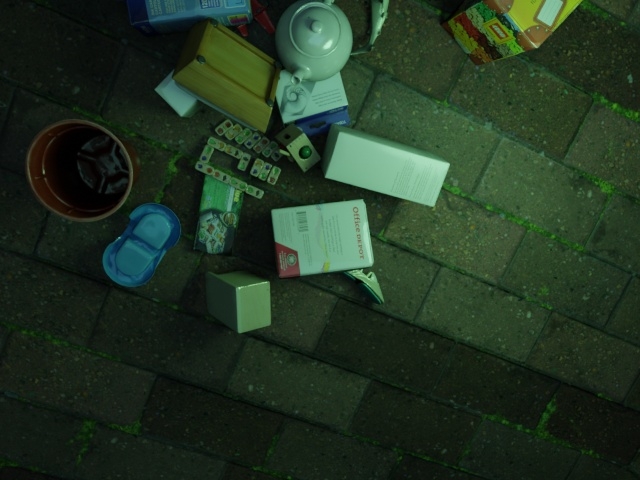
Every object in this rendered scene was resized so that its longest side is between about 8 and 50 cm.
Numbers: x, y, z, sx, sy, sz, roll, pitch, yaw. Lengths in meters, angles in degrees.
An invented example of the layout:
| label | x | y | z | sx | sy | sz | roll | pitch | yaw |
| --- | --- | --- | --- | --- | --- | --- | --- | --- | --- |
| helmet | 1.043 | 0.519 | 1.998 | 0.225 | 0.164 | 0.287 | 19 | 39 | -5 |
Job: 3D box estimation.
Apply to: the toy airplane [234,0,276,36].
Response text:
| label | x | y | z | sx | sy | sz | roll | pitch | yaw |
| --- | --- | --- | --- | --- | --- | --- | --- | --- | --- |
| toy airplane | -0.211 | -0.689 | 1.490 | 0.151 | 0.028 | 0.151 | -1 | 101 | -6 |

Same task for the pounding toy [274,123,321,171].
| label | x | y | z | sx | sy | sz | roll | pitch | yaw |
| --- | --- | --- | --- | --- | --- | --- | --- | --- | --- |
| pounding toy | -0.082 | -0.284 | 1.518 | 0.100 | 0.141 | 0.130 | -39 | 127 | -2 |

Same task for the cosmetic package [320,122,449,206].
| label | x | y | z | sx | sy | sz | roll | pitch | yaw |
| --- | --- | --- | --- | --- | --- | --- | --- | --- | --- |
| cosmetic package | 0.196 | -0.247 | 1.552 | 0.366 | 0.197 | 0.155 | 13 | 110 | -9 |

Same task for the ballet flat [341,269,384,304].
| label | x | y | z | sx | sy | sz | roll | pitch | yaw |
| --- | --- | --- | --- | --- | --- | --- | --- | --- | --- |
| ballet flat | 0.144 | 0.124 | 1.700 | 0.248 | 0.086 | 0.086 | 40 | 95 | -13 |

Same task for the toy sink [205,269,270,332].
| label | x | y | z | sx | sy | sz | roll | pitch | yaw |
| --- | --- | --- | --- | --- | --- | --- | --- | --- | --- |
| toy sink | -0.273 | 0.189 | 1.613 | 0.131 | 0.234 | 0.152 | -9 | 105 | -36 |

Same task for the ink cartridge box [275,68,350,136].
| label | x | y | z | sx | sy | sz | roll | pitch | yaw |
| --- | --- | --- | --- | --- | --- | --- | --- | --- | --- |
| ink cartridge box | -0.030 | -0.453 | 1.558 | 0.223 | 0.045 | 0.224 | -18 | 104 | -3 |

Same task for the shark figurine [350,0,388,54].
| label | x | y | z | sx | sy | sz | roll | pitch | yaw |
| --- | --- | --- | --- | --- | --- | --- | --- | --- | --- |
| shark figurine | 0.155 | -0.723 | 1.513 | 0.116 | 0.166 | 0.278 | 20 | 119 | 14 |

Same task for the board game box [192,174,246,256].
| label | x | y | z | sx | sy | sz | roll | pitch | yaw |
| --- | --- | --- | --- | --- | --- | --- | --- | --- | --- |
| board game box | -0.337 | -0.082 | 1.610 | 0.136 | 0.030 | 0.259 | 12 | 101 | -8 |

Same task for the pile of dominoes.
| label | x | y | z | sx | sy | sz | roll | pitch | yaw |
| --- | --- | --- | --- | --- | --- | --- | --- | --- | --- |
| pile of dominoes | -0.249 | -0.265 | 1.558 | 0.251 | 0.040 | 0.196 | 24 | 89 | -13 |

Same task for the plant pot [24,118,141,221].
| label | x | y | z | sx | sy | sz | roll | pitch | yaw |
| --- | --- | --- | --- | --- | --- | --- | --- | --- | --- |
| plant pot | -0.656 | -0.211 | 1.416 | 0.272 | 0.265 | 0.272 | -1 | 103 | -7 |

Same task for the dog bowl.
| label | x | y | z | sx | sy | sz | roll | pitch | yaw |
| --- | --- | --- | --- | --- | --- | --- | --- | --- | --- |
| dog bowl | -0.574 | 0.009 | 1.576 | 0.166 | 0.074 | 0.297 | 36 | 95 | -14 |

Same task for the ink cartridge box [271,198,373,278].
| label | x | y | z | sx | sy | sz | roll | pitch | yaw |
| --- | --- | --- | --- | --- | --- | --- | --- | --- | --- |
| ink cartridge box | 0.000 | 0.000 | 1.591 | 0.306 | 0.131 | 0.226 | -6 | 82 | -7 |

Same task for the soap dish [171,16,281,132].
| label | x | y | z | sx | sy | sz | roll | pitch | yaw |
| --- | --- | --- | --- | --- | --- | --- | --- | --- | --- |
| soap dish | -0.248 | -0.469 | 1.368 | 0.291 | 0.118 | 0.229 | 27 | 54 | -28 |

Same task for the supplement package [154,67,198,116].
| label | x | y | z | sx | sy | sz | roll | pitch | yaw |
| --- | --- | --- | --- | --- | --- | --- | --- | --- | --- |
| supplement package | -0.403 | -0.439 | 1.442 | 0.105 | 0.179 | 0.105 | -44 | 104 | 3 |

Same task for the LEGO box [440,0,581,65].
| label | x | y | z | sx | sy | sz | roll | pitch | yaw |
| --- | --- | --- | --- | --- | --- | --- | --- | --- | --- |
| LEGO box | 0.647 | -0.780 | 1.408 | 0.193 | 0.372 | 0.500 | 42 | 94 | -14 |

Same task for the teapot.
| label | x | y | z | sx | sy | sz | roll | pitch | yaw |
| --- | --- | --- | --- | --- | --- | --- | --- | --- | --- |
| teapot | -0.015 | -0.604 | 1.418 | 0.252 | 0.187 | 0.256 | -23 | 95 | -3 |

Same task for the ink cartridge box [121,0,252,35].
| label | x | y | z | sx | sy | sz | roll | pitch | yaw |
| --- | --- | --- | --- | --- | --- | --- | --- | --- | --- |
| ink cartridge box | -0.409 | -0.746 | 1.379 | 0.395 | 0.151 | 0.270 | -8 | 100 | -1 |
